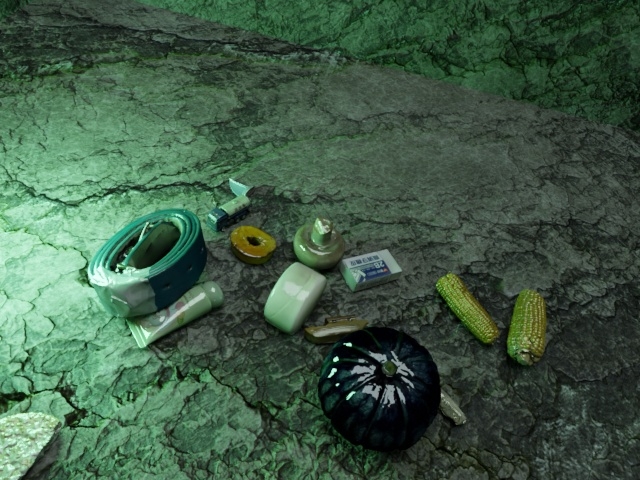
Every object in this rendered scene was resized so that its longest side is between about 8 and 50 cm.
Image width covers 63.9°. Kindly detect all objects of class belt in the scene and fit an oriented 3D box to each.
[{"bbox_3d":[-0.561,0.064,1.714,0.300,0.173,0.437,10,43,20],"label":"belt"}]

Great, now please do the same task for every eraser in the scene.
[{"bbox_3d":[0.191,0.112,1.958,0.210,0.068,0.124,-12,50,-25],"label":"eraser"}]

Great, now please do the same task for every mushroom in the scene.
[{"bbox_3d":[0.000,0.000,1.928,0.204,0.204,0.204,7,45,-7],"label":"mushroom"}]

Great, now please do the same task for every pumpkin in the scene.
[{"bbox_3d":[0.175,0.433,1.505,0.363,0.266,0.363,9,47,-10],"label":"pumpkin"}]

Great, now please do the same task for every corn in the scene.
[{"bbox_3d":[0.541,0.250,1.885,0.102,0.102,0.313,-15,52,-26],"label":"corn"},{"bbox_3d":[0.751,0.312,1.856,0.130,0.130,0.347,24,45,10],"label":"corn"}]

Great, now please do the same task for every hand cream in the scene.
[{"bbox_3d":[-0.468,0.232,1.679,0.305,0.093,0.147,-26,52,-23],"label":"hand cream"}]

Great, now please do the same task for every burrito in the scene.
[{"bbox_3d":[0.386,0.510,1.634,0.058,0.045,0.188,2,38,-48],"label":"burrito"}]

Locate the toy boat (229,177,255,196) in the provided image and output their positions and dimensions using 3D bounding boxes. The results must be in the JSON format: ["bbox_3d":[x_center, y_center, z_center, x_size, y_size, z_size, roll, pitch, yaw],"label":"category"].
[{"bbox_3d":[-0.350,-0.224,2.186,0.122,0.034,0.096,21,45,20],"label":"toy boat"}]

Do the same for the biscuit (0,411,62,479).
[{"bbox_3d":[-0.802,0.542,1.317,0.265,0.040,0.188,-19,53,-27],"label":"biscuit"}]

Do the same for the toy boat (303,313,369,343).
[{"bbox_3d":[0.054,0.300,1.746,0.225,0.068,0.088,-4,43,-14],"label":"toy boat"}]

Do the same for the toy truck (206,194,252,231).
[{"bbox_3d":[-0.353,-0.112,2.029,0.074,0.088,0.201,38,50,20],"label":"toy truck"}]

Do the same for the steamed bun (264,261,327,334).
[{"bbox_3d":[-0.080,0.185,1.752,0.146,0.164,0.242,28,45,12],"label":"steamed bun"}]

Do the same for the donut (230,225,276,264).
[{"bbox_3d":[-0.259,0.021,1.942,0.178,0.065,0.162,35,44,21],"label":"donut"}]
